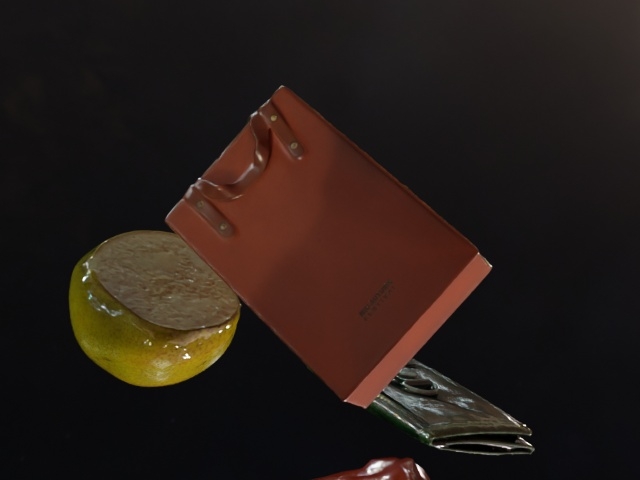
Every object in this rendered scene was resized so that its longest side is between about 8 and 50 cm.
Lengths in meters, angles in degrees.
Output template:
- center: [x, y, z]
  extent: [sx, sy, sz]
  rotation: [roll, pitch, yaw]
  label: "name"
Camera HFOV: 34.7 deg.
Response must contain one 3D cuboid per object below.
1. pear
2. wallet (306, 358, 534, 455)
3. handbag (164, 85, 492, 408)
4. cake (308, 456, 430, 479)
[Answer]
- center: [-0.134, 0.064, 0.818]
  extent: [0.141, 0.104, 0.141]
  rotation: [13, -147, -9]
  label: "pear"
- center: [0.110, 0.180, 1.165]
  extent: [0.160, 0.055, 0.236]
  rotation: [8, -172, -35]
  label: "wallet"
- center: [0.000, 0.000, 0.679]
  extent: [0.190, 0.127, 0.063]
  rotation: [44, -177, 26]
  label: "handbag"
- center: [-0.015, 0.278, 0.335]
  extent: [0.269, 0.270, 0.319]
  rotation: [-100, -9, -63]
  label: "cake"
